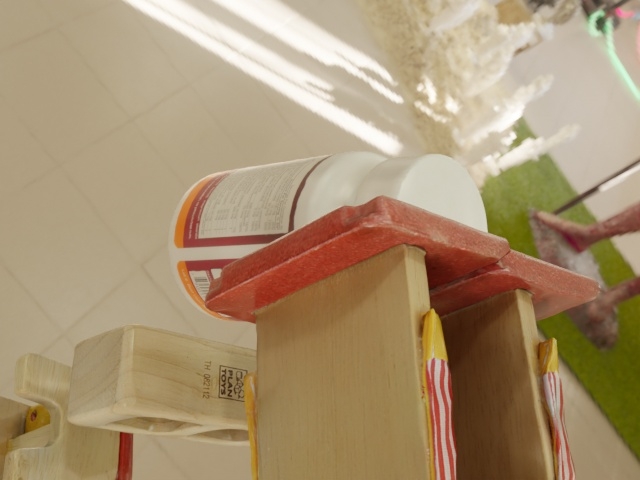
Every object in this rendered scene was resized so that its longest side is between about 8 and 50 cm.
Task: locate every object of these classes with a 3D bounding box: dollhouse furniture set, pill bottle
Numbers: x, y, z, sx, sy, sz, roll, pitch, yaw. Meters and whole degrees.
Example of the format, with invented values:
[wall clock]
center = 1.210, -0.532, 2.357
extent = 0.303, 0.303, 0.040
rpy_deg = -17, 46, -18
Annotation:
[dollhouse furniture set]
center = -0.044, 0.144, 0.433
extent = 0.152, 0.374, 0.201
rpy_deg = 20, 58, -40
[pill bottle]
center = 0.000, 0.000, 0.627
extent = 0.121, 0.221, 0.121
rpy_deg = 3, 85, -45
